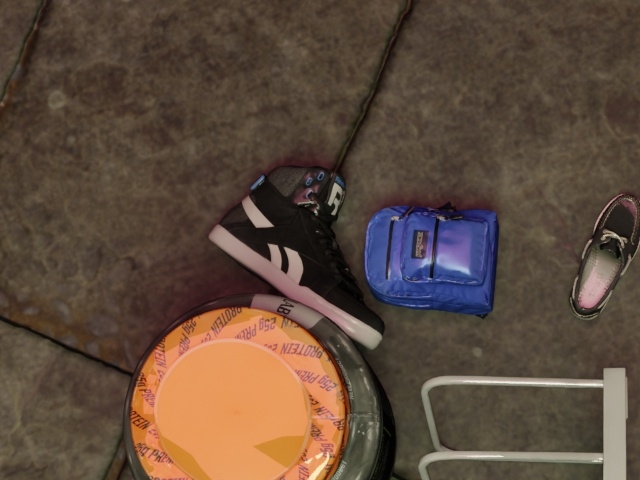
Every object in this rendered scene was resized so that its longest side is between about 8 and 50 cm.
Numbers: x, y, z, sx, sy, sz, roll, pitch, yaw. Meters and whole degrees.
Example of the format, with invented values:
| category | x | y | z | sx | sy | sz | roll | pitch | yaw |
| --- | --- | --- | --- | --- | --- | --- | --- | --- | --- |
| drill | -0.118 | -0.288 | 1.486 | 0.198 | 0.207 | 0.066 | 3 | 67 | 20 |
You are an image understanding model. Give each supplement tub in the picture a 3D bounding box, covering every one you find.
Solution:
| category | x | y | z | sx | sy | sz | roll | pitch | yaw |
| --- | --- | --- | --- | --- | --- | --- | --- | --- | --- |
| supplement tub | -0.046 | 0.158 | 1.469 | 0.207 | 0.338 | 0.207 | -1 | 79 | 5 |

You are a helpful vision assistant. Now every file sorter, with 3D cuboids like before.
| category | x | y | z | sx | sy | sz | roll | pitch | yaw |
| --- | --- | --- | --- | --- | --- | --- | --- | --- | --- |
| file sorter | 0.169 | 0.270 | 1.468 | 0.173 | 0.193 | 0.278 | -1 | 62 | 10 |

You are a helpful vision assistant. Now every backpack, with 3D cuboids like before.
| category | x | y | z | sx | sy | sz | roll | pitch | yaw |
| --- | --- | --- | --- | --- | --- | --- | --- | --- | --- |
| backpack | 0.098 | 0.011 | 1.604 | 0.120 | 0.101 | 0.098 | 4 | 74 | 10 |

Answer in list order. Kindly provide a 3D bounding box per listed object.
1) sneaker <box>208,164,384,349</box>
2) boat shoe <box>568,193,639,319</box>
| category | x | y | z | sx | sy | sz | roll | pitch | yaw |
| --- | --- | --- | --- | --- | --- | --- | --- | --- | --- |
| sneaker | 0.000 | 0.000 | 1.589 | 0.217 | 0.079 | 0.121 | 34 | 86 | 38 |
| boat shoe | 0.262 | 0.013 | 1.617 | 0.046 | 0.038 | 0.125 | 27 | 84 | 10 |
